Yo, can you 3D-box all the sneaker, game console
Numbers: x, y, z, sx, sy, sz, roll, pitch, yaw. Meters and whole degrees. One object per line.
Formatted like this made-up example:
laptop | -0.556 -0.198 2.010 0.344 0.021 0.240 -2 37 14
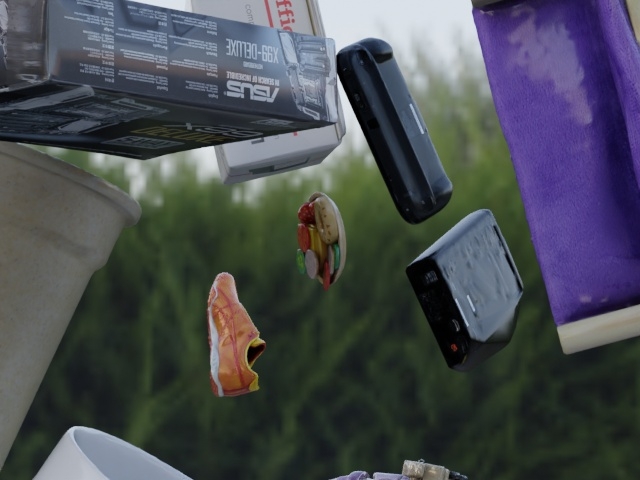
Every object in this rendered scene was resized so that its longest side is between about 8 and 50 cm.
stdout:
sneaker | -0.099 0.111 2.294 0.067 0.175 0.064 -5 -38 -3
game console | 0.116 -0.047 2.087 0.044 0.361 0.213 -21 5 25

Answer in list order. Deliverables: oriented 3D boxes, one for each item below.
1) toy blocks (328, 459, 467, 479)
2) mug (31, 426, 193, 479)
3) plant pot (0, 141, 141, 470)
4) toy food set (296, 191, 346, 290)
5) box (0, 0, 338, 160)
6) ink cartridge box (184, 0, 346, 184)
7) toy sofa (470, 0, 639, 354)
toy blocks | -0.023 0.368 2.123 0.260 0.309 0.288 7 -12 23
mug | -0.204 0.368 1.768 0.276 0.328 0.374 34 1 -10
plant pot | -0.367 0.067 1.813 0.333 0.306 0.334 15 -10 3
toy food set | 0.000 0.000 1.670 0.020 0.083 0.083 -8 11 -22
box | -0.175 -0.128 1.573 0.242 0.077 0.307 -6 -8 42
ink cartridge box | -0.062 -0.175 1.981 0.119 0.207 0.353 -13 -1 -5
toy sofa | 0.247 -0.088 1.809 0.150 0.363 0.177 -15 -5 7
